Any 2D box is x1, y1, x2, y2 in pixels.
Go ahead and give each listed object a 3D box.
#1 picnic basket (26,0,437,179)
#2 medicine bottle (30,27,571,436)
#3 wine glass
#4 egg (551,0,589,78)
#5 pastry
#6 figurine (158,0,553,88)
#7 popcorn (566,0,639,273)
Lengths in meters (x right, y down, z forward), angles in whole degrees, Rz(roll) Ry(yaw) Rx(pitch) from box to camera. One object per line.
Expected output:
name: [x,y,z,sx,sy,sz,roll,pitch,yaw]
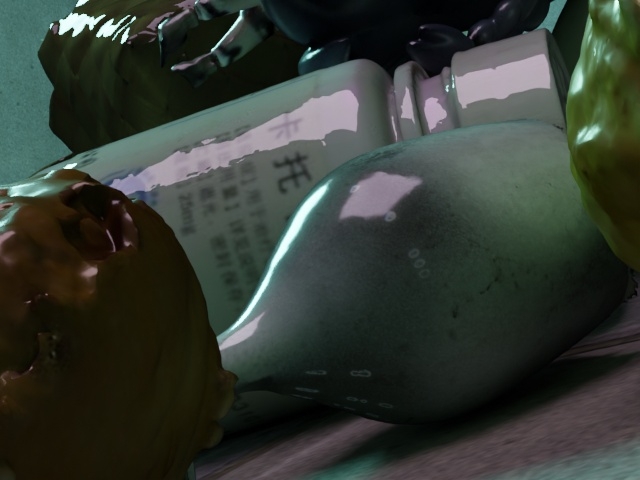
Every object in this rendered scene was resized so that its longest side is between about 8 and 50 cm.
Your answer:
picnic basket: [-0.052,-0.069,1.349,0.254,0.291,0.321,-29,15,-21]
medicine bottle: [0.000,0.000,1.013,0.293,0.170,0.170,-17,3,11]
wine glass: [0.011,0.031,0.825,0.241,0.126,0.126,-21,4,-27]
egg: [0.258,-0.121,1.111,0.295,0.218,0.218,-25,1,18]
pastry: [-0.173,0.084,0.648,0.311,0.161,0.255,-14,7,40]
figurine: [0.047,-0.171,1.125,0.265,0.197,0.175,-62,-1,-10]
popcorn: [0.187,-0.050,0.714,0.190,0.191,0.253,-62,-9,19]
